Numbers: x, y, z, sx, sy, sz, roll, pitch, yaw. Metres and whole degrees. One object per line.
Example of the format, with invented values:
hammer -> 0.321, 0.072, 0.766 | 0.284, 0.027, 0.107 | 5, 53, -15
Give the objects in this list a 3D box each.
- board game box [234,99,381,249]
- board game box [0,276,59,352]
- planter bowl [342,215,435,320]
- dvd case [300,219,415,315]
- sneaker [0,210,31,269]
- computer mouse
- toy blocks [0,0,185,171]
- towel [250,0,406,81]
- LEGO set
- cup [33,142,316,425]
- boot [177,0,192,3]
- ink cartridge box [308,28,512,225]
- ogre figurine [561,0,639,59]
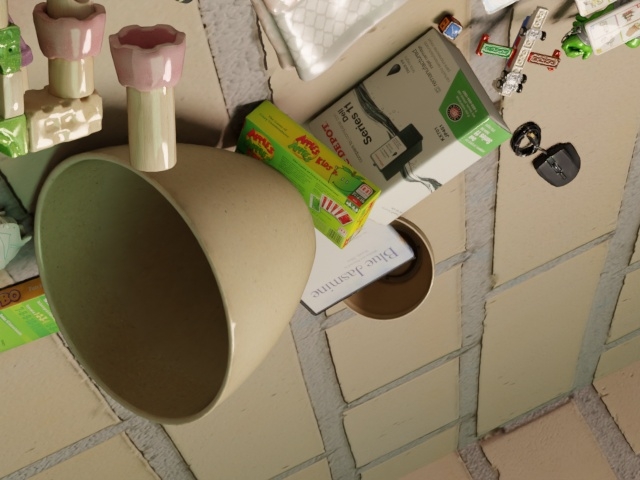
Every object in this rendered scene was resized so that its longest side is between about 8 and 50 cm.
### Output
board game box -> -0.019, -0.080, 1.677 | 0.043, 0.181, 0.092 | -44, 168, -35
board game box -> -0.364, 0.087, 1.829 | 0.259, 0.039, 0.124 | -18, 155, -15
planter bowl -> 0.100, 0.030, 2.088 | 0.162, 0.162, 0.109 | -36, -178, 18
dvd case -> 0.000, 0.000, 1.942 | 0.180, 0.022, 0.253 | -31, 136, 14
sneaker -> -0.388, -0.014, 1.590 | 0.061, 0.054, 0.152 | -39, 162, 2
computer mouse -> 0.357, -0.129, 2.152 | 0.071, 0.041, 0.242 | -35, 155, 17
toy blocks -> -0.311, -0.190, 1.168 | 0.288, 0.309, 0.260 | -23, 126, -39
towel -> 0.057, -0.340, 1.242 | 0.332, 0.053, 0.317 | -40, 146, -12
LEGO set -> 0.270, -0.286, 1.713 | 0.244, 0.060, 0.182 | -27, 127, 4
cup -> -0.144, 0.020, 1.630 | 0.237, 0.331, 0.331 | -27, 162, -43
boot -> -0.062, -0.297, 1.328 | 0.178, 0.085, 0.236 | -34, 156, 24
ink cartridge box -> 0.110, -0.139, 1.731 | 0.208, 0.153, 0.087 | -37, 155, 17
ogre figurine -> 0.418, -0.300, 1.809 | 0.197, 0.097, 0.118 | 1, 157, -25
